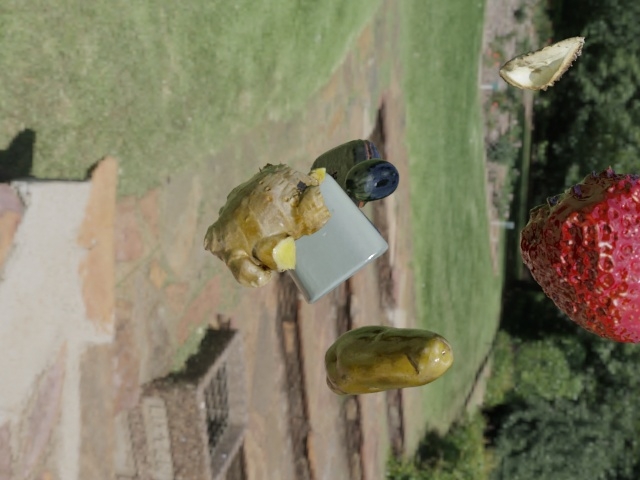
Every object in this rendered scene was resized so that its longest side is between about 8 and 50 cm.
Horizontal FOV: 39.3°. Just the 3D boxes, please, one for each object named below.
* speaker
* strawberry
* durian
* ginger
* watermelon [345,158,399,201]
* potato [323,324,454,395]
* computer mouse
[{"bbox_3d":[0.000,0.000,1.745,0.184,0.183,0.406,54,-3,2],"label":"speaker"},{"bbox_3d":[0.465,0.027,1.406,0.277,0.257,0.257,62,9,12],"label":"strawberry"},{"bbox_3d":[0.309,-0.249,1.235,0.066,0.130,0.052,45,45,-31],"label":"durian"},{"bbox_3d":[-0.071,-0.038,1.303,0.216,0.157,0.102,-45,140,-13],"label":"ginger"},{"bbox_3d":[0.093,-0.109,1.628,0.110,0.078,0.078,-17,116,-32],"label":"watermelon"},{"bbox_3d":[0.152,0.269,2.046,0.195,0.369,0.177,30,62,-34],"label":"potato"},{"bbox_3d":[0.071,-0.161,2.339,0.323,0.116,0.183,-12,-110,64],"label":"computer mouse"}]
